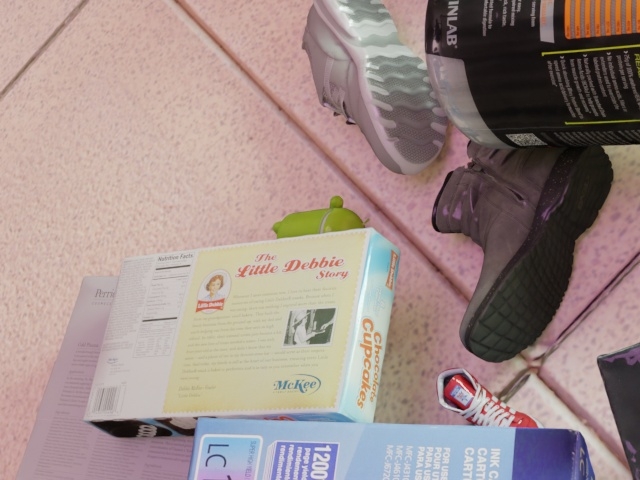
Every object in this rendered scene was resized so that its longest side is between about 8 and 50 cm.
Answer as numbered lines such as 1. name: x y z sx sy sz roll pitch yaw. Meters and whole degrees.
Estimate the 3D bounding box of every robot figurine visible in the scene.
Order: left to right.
1. robot figurine: 0.000 0.000 1.460 0.115 0.067 0.101 -7 53 35

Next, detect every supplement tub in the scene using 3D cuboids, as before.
1. supplement tub: 0.278 -0.186 1.196 0.338 0.207 0.207 2 66 40

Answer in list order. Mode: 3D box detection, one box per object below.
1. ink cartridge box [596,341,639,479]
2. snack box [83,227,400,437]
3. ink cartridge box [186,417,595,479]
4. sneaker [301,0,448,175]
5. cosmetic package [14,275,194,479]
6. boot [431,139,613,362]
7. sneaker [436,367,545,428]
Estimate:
1. ink cartridge box: 0.331 0.218 0.994 0.165 0.065 0.333 -23 75 26
2. snack box: -0.082 0.096 1.344 0.322 0.060 0.187 -7 61 35
3. ink cartridge box: 0.082 0.295 1.119 0.395 0.151 0.270 0 64 16
4. sneaker: 0.055 -0.167 1.518 0.115 0.105 0.281 -59 39 39
5. cosmetic package: -0.138 0.182 1.443 0.377 0.097 0.284 0 67 38
6. boot: 0.170 -0.001 1.331 0.161 0.083 0.246 14 67 48
7. sneaker: 0.153 0.157 1.247 0.118 0.067 0.042 33 88 44
